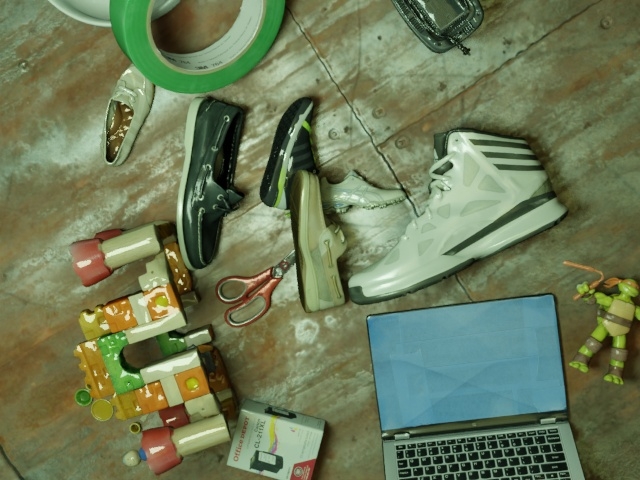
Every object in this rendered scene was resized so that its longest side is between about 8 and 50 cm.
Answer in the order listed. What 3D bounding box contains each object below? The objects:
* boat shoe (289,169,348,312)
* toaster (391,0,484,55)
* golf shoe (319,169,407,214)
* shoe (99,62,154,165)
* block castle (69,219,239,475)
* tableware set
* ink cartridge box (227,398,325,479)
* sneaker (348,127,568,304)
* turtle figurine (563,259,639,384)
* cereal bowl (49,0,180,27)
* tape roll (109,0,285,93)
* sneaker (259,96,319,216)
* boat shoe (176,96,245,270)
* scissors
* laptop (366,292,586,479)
[{"bbox_3d":[0.000,0.000,1.791,0.098,0.109,0.302,-8,116,-8],"label":"boat shoe"},{"bbox_3d":[0.216,-0.438,1.720,0.129,0.146,0.227,-38,92,8],"label":"toaster"},{"bbox_3d":[0.081,-0.099,1.814,0.176,0.069,0.085,-5,88,2],"label":"golf shoe"},{"bbox_3d":[-0.385,-0.249,1.830,0.077,0.058,0.219,18,98,2],"label":"shoe"},{"bbox_3d":[-0.329,0.193,1.761,0.213,0.303,0.453,-19,96,0],"label":"block castle"},{"bbox_3d":[-0.432,0.342,1.923,0.154,0.024,0.104,38,98,-2],"label":"tableware set"},{"bbox_3d":[-0.091,0.413,1.883,0.175,0.072,0.127,15,98,2],"label":"ink cartridge box"},{"bbox_3d":[0.222,-0.061,1.777,0.448,0.169,0.257,-26,87,-2],"label":"sneaker"},{"bbox_3d":[0.561,0.157,1.796,0.270,0.087,0.217,21,92,-7],"label":"turtle figurine"},{"bbox_3d":[-0.379,-0.568,1.750,0.339,0.141,0.338,0,97,3],"label":"cereal bowl"},{"bbox_3d":[-0.220,-0.426,1.682,0.321,0.321,0.077,-49,49,8],"label":"tape roll"},{"bbox_3d":[-0.045,-0.164,1.820,0.097,0.084,0.234,16,100,-22],"label":"sneaker"},{"bbox_3d":[-0.202,-0.107,1.802,0.113,0.127,0.339,5,88,15],"label":"boat shoe"},{"bbox_3d":[-0.079,0.069,1.870,0.297,0.021,0.109,-31,91,6],"label":"scissors"},{"bbox_3d":[0.299,0.345,1.772,0.382,0.407,0.236,-8,130,5],"label":"laptop"}]
